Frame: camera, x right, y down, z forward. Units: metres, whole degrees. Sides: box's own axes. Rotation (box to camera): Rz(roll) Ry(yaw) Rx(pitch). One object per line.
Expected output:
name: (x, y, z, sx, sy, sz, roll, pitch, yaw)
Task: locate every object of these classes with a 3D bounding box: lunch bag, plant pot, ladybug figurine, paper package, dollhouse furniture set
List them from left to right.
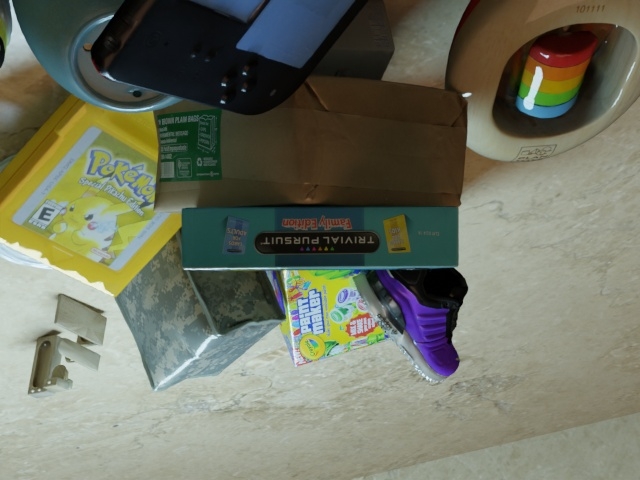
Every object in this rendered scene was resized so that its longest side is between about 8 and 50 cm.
dollhouse furniture set: (-0.502, 0.198, 2.344, 0.151, 0.144, 0.123, -11, 150, 31)
plant pot: (-0.217, -0.260, 1.453, 0.290, 0.195, 0.290, -3, 131, -4)
lunch bag: (-0.216, 0.062, 2.048, 0.169, 0.287, 0.235, -12, 159, -41)
paper package: (-0.021, -0.121, 1.719, 0.309, 0.168, 0.325, 1, 179, -43)
ladybug figurine: (0.314, -0.271, 1.756, 0.305, 0.162, 0.449, -5, 151, -11)

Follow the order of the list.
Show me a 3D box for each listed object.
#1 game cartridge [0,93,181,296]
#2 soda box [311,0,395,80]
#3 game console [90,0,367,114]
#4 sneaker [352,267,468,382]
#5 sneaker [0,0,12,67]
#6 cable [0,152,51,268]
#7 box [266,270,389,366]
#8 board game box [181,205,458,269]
game cartridge: (-0.299, -0.085, 1.838, 0.323, 0.053, 0.285, -45, 135, 15)
soda box: (-0.052, -0.264, 1.704, 0.286, 0.091, 0.098, -1, 150, -19)
game console: (-0.029, -0.297, 1.311, 0.386, 0.060, 0.342, -51, 161, 17)
sneaker: (0.180, 0.116, 2.012, 0.146, 0.102, 0.293, -34, 136, 9)
sneaker: (-0.529, -0.207, 1.570, 0.384, 0.147, 0.145, -31, 148, 33)
cable: (-0.407, -0.046, 1.970, 0.257, 0.089, 0.257, 7, 147, -32)
box: (0.054, 0.018, 2.066, 0.279, 0.177, 0.290, -15, 137, -9)
board game box: (0.000, 0.000, 1.650, 0.336, 0.079, 0.254, 0, 179, 1)
